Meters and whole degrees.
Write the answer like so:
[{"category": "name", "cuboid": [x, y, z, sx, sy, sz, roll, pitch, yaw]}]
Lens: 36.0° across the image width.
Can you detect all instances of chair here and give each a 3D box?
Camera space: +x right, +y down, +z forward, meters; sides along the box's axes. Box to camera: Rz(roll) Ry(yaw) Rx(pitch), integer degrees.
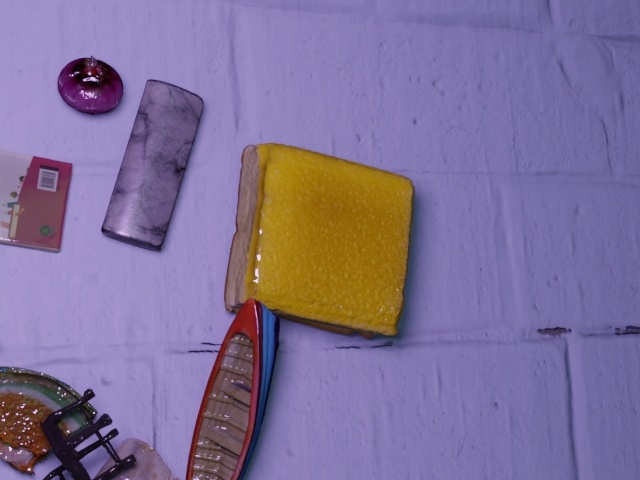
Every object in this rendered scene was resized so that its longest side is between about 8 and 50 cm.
[{"category": "chair", "cuboid": [-0.420, 0.359, 1.558, 0.229, 0.106, 0.113, -34, 121, -15]}]

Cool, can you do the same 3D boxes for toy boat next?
[{"category": "toy boat", "cuboid": [-0.147, 0.291, 1.708, 0.079, 0.136, 0.391, 13, 94, -49]}]

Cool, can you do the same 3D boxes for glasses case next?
[{"category": "glasses case", "cuboid": [-0.302, -0.137, 1.777, 0.114, 0.060, 0.299, 18, 74, -19]}]

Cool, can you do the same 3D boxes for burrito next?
[{"category": "burrito", "cuboid": [-0.339, 0.458, 1.564, 0.143, 0.105, 0.299, 22, 44, 4]}]

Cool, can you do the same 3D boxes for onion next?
[{"category": "onion", "cuboid": [-0.403, -0.277, 1.737, 0.115, 0.104, 0.115, 9, 43, -9]}]

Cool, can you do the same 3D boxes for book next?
[{"category": "book", "cuboid": [-0.551, -0.076, 1.683, 0.232, 0.022, 0.162, 10, 75, -21]}]

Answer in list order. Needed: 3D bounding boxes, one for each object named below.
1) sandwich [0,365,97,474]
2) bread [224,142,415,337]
[{"category": "sandwich", "cuboid": [-0.497, 0.278, 1.613, 0.235, 0.079, 0.159, 36, 69, -14]}, {"category": "bread", "cuboid": [0.000, 0.000, 1.836, 0.333, 0.143, 0.323, 14, 75, -20]}]
